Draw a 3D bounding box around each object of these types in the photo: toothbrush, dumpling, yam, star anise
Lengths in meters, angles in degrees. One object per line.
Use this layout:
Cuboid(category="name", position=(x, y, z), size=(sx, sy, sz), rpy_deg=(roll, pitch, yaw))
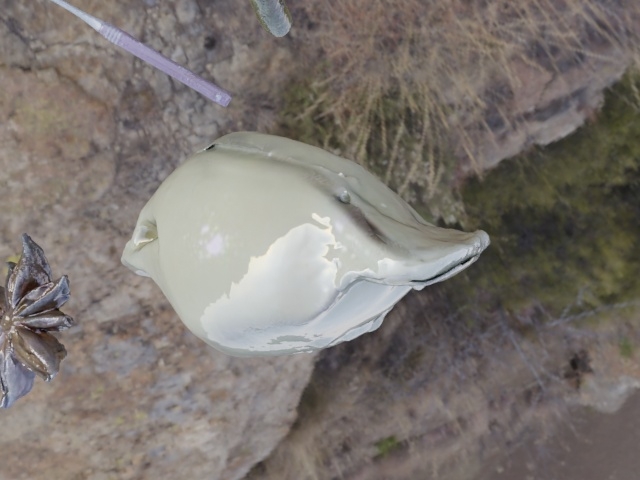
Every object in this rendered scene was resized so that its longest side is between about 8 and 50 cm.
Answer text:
Cuboid(category="toothbrush", position=(-0.287, -0.288, 1.288), size=(0.354, 0.029, 0.024), rpy_deg=(29, 121, -15))
Cuboid(category="dumpling", position=(0.000, 0.000, 0.905), size=(0.395, 0.233, 0.315), rpy_deg=(-5, -177, 45))
Cuboid(category="yam", position=(-0.065, -0.298, 1.117), size=(0.043, 0.043, 0.094), rpy_deg=(-25, 152, 0))
Cuboid(category="star anise", position=(-0.338, 0.095, 1.038), size=(0.065, 0.195, 0.182), rpy_deg=(11, 121, -42))
